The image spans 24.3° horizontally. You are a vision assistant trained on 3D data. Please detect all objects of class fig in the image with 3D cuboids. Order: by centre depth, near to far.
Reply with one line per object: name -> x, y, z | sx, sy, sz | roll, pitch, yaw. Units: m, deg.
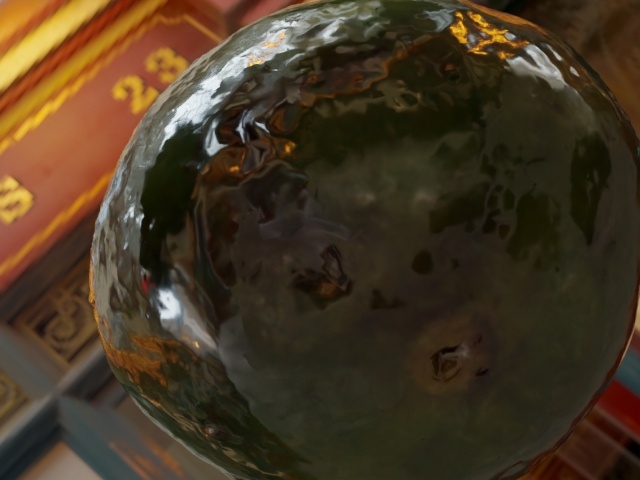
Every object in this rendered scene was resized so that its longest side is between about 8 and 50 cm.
fig -> 0.000, 0.000, 0.547 | 0.195, 0.245, 0.195 | -5, -79, -28
